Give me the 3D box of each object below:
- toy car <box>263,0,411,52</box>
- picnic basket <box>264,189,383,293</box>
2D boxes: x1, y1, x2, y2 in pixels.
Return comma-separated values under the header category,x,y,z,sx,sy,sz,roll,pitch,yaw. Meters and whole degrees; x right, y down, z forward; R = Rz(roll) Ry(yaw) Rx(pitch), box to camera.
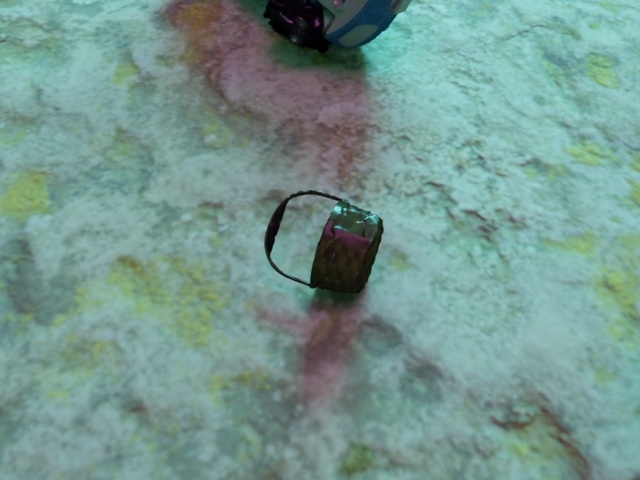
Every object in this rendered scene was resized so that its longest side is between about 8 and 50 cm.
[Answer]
category,x,y,z,sx,sy,sz,roll,pitch,yaw
toy car,0.002,-0.325,0.707,0.166,0.198,0.314,-7,46,-50
picnic basket,0.000,0.000,0.503,0.083,0.072,0.072,19,53,11
